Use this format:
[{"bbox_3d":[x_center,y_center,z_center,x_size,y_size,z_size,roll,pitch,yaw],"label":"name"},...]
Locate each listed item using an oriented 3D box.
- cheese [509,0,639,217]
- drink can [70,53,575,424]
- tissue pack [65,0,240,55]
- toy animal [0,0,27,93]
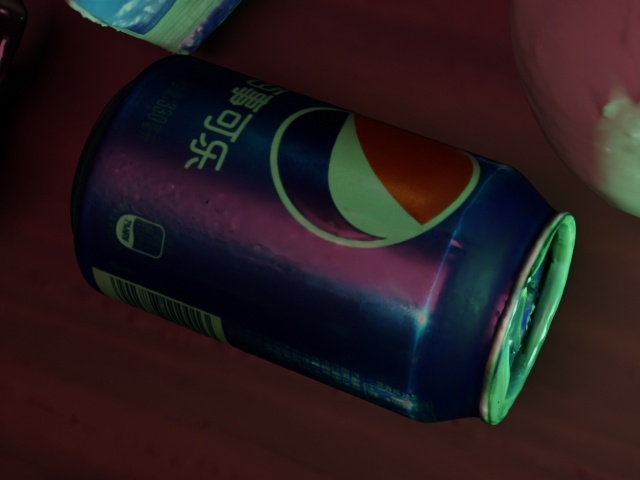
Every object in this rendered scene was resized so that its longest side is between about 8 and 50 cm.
[{"bbox_3d":[0.164,-0.086,0.579,0.189,0.198,0.154,0,60,20],"label":"cheese"},{"bbox_3d":[0.000,0.000,0.671,0.205,0.118,0.118,21,97,17],"label":"drink can"},{"bbox_3d":[-0.054,-0.246,0.679,0.270,0.137,0.209,-44,78,13],"label":"tissue pack"},{"bbox_3d":[-0.301,-0.119,0.785,0.343,0.106,0.168,21,104,24],"label":"toy animal"}]
